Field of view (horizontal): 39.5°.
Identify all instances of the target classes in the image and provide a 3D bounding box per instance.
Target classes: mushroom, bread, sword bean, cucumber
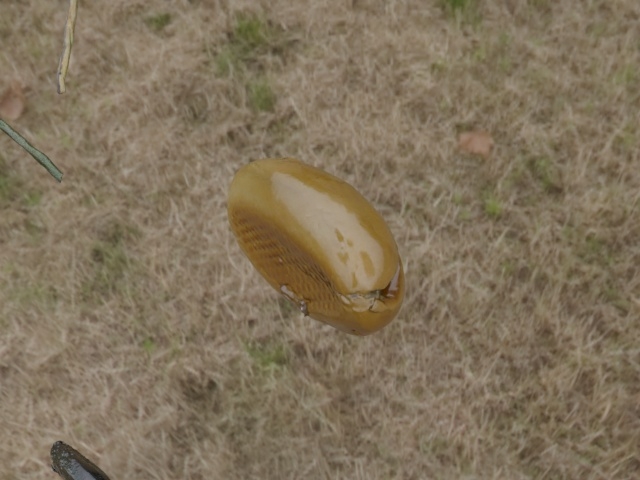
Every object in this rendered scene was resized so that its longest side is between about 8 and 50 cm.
[{"bbox_3d":[-0.332,-0.332,1.198,0.026,0.028,0.286,-5,72,30],"label":"mushroom"},{"bbox_3d":[0.000,0.000,0.626,0.077,0.114,0.189,-23,32,-28],"label":"bread"},{"bbox_3d":[-0.244,-0.078,0.737,0.083,0.012,0.012,41,69,-2],"label":"sword bean"},{"bbox_3d":[-0.239,0.238,0.898,0.033,0.034,0.135,-44,32,-23],"label":"cucumber"}]
